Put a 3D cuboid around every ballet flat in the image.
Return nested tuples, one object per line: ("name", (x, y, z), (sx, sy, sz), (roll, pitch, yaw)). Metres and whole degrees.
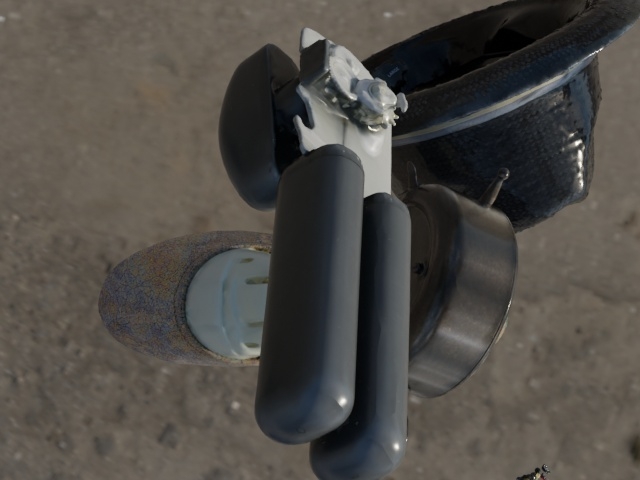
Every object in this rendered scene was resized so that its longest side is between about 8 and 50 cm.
("ballet flat", (-0.006, 0.045, 1.207), (0.316, 0.106, 0.107), (0, 88, -12))

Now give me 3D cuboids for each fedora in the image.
("fedora", (0.138, -0.092, 1.321), (0.334, 0.334, 0.152), (-31, 106, -26))

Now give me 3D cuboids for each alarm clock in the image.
("alarm clock", (0.058, 0.048, 0.998), (0.064, 0.129, 0.192), (19, 75, -26))

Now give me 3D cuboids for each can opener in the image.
("can opener", (0.000, 0.000, 0.766), (0.093, 0.280, 0.074), (-33, 124, 25))

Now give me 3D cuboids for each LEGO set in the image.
("LEGO set", (0.179, 0.220, 1.345), (0.023, 0.054, 0.083), (57, 41, -10))
